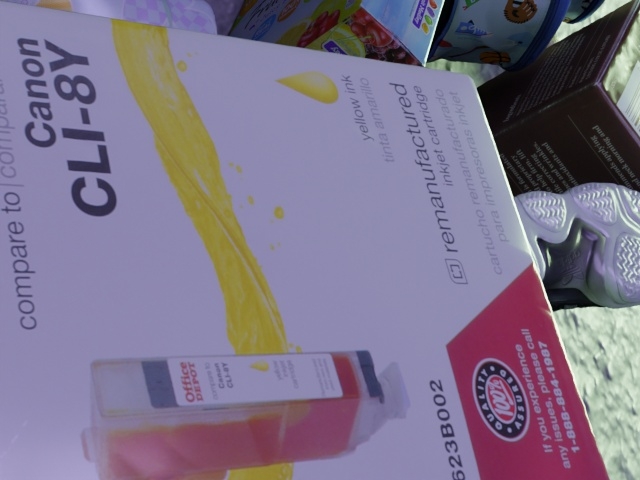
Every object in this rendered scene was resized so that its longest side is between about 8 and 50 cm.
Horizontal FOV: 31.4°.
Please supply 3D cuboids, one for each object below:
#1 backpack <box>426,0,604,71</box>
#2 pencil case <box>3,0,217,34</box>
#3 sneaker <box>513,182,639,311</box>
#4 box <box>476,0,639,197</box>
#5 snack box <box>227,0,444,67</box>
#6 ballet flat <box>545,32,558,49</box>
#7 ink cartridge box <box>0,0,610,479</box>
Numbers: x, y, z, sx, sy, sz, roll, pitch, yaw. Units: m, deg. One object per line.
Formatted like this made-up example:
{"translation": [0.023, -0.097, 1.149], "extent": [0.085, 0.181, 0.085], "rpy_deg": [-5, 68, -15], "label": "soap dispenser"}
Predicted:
{"translation": [0.166, -0.288, 1.041], "extent": [0.213, 0.276, 0.263], "rpy_deg": [11, 77, 0], "label": "backpack"}
{"translation": [-0.198, -0.161, 0.729], "extent": [0.273, 0.113, 0.124], "rpy_deg": [24, 29, -35], "label": "pencil case"}
{"translation": [0.164, 0.026, 0.926], "extent": [0.269, 0.153, 0.101], "rpy_deg": [-1, 69, -31], "label": "sneaker"}
{"translation": [0.240, -0.082, 1.049], "extent": [0.168, 0.203, 0.167], "rpy_deg": [50, 44, -15], "label": "box"}
{"translation": [0.003, -0.161, 0.855], "extent": [0.070, 0.207, 0.174], "rpy_deg": [39, 49, -24], "label": "snack box"}
{"translation": [0.243, -0.157, 1.187], "extent": [0.058, 0.084, 0.249], "rpy_deg": [-21, 84, -28], "label": "ballet flat"}
{"translation": [-0.071, 0.044, 0.588], "extent": [0.385, 0.160, 0.279], "rpy_deg": [2, 63, -35], "label": "ink cartridge box"}
